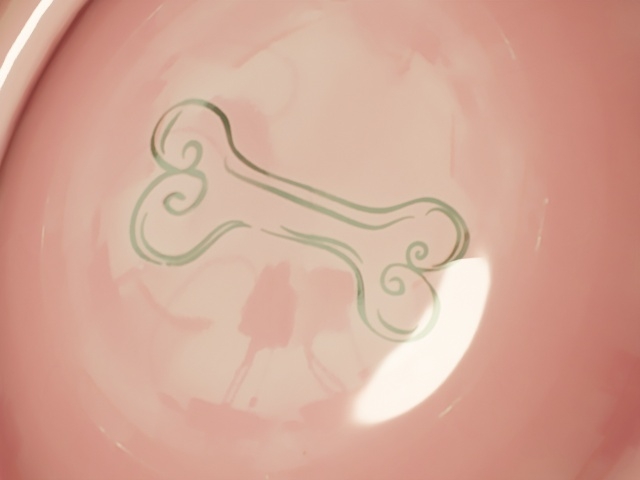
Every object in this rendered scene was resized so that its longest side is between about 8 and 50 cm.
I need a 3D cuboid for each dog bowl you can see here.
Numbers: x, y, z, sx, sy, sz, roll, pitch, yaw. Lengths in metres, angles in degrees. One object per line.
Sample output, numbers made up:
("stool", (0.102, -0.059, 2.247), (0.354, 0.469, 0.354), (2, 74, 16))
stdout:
("dog bowl", (0.000, 0.000, 0.470), (0.408, 0.150, 0.408), (-8, 107, -29))
